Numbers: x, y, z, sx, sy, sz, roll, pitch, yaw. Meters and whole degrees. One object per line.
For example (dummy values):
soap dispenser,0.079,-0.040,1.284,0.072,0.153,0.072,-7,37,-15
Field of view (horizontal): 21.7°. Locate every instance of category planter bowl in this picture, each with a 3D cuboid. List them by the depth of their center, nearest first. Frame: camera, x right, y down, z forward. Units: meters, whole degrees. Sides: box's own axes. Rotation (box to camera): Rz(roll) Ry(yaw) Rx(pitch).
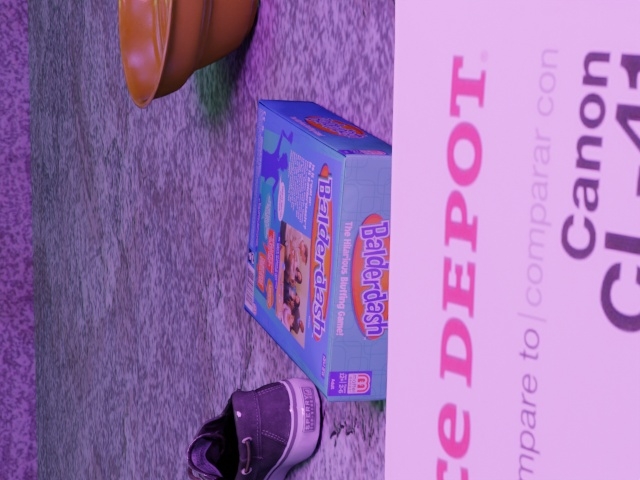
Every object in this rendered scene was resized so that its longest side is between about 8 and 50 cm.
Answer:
planter bowl,-0.105,-0.216,1.384,0.217,0.090,0.217,-179,90,-72

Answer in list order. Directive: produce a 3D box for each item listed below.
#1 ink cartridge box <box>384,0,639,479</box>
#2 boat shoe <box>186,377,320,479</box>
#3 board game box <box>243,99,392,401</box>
ink cartridge box,0.155,0.052,0.365,0.306,0.131,0.226,12,104,51
boat shoe,-0.065,0.164,1.285,0.228,0.076,0.080,131,136,-64
board game box,0.000,0.000,1.126,0.210,0.047,0.160,-139,51,-68
